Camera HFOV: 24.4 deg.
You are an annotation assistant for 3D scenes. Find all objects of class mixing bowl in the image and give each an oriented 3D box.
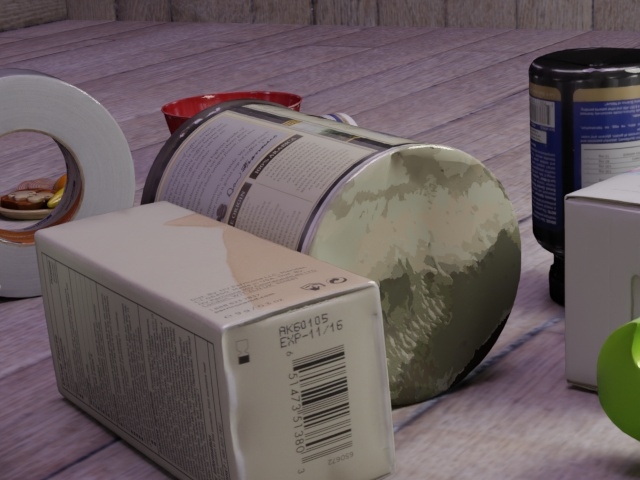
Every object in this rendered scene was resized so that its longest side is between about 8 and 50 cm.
[{"bbox_3d":[-0.111,-0.129,1.899,0.181,0.098,0.181,-3,16,1],"label":"mixing bowl"}]

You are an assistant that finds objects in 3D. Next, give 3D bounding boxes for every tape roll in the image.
[{"bbox_3d":[-0.296,-0.057,1.457,0.219,0.219,0.072,-9,16,-20],"label":"tape roll"}]

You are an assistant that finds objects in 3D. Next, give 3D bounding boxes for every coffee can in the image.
[{"bbox_3d":[0.000,0.000,1.211,0.201,0.201,0.275,-12,18,-29],"label":"coffee can"}]

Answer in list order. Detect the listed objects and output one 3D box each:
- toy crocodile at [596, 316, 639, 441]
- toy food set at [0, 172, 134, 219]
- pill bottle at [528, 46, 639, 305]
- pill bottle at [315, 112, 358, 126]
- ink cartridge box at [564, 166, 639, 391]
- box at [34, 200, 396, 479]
[{"bbox_3d":[0.306,0.124,0.871,0.115,0.105,0.340,-13,19,-31],"label":"toy crocodile"},{"bbox_3d":[-0.335,-0.058,1.806,0.192,0.038,0.132,8,19,35],"label":"toy food set"},{"bbox_3d":[0.248,-0.055,1.318,0.123,0.219,0.123,-3,16,1],"label":"pill bottle"},{"bbox_3d":[-0.039,-0.095,1.768,0.169,0.094,0.094,-12,17,-29],"label":"pill bottle"},{"bbox_3d":[0.283,0.020,1.161,0.093,0.154,0.212,9,20,39],"label":"ink cartridge box"},{"bbox_3d":[-0.086,0.074,1.064,0.121,0.148,0.311,-16,21,-29],"label":"box"}]
